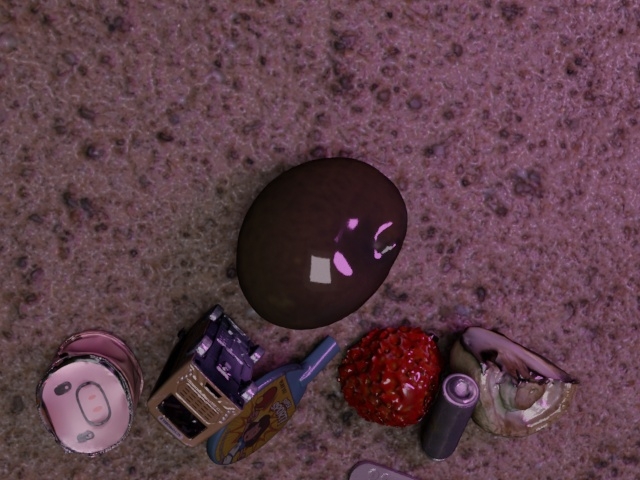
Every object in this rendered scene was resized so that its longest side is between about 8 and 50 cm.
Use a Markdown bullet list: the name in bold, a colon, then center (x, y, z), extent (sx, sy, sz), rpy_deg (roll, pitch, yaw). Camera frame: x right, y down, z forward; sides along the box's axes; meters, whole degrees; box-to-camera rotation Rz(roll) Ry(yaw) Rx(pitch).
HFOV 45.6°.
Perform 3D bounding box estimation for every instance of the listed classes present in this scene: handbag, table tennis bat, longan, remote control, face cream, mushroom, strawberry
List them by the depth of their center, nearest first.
- **longan**: center (0.000, 0.000, 1.388), extent (0.288, 0.288, 0.350), rpy_deg (44, 78, -13)
- **handbag**: center (-0.427, 0.281, 1.420), extent (0.179, 0.116, 0.205), rpy_deg (-22, 102, -6)
- **table tennis bat**: center (-0.087, 0.305, 1.470), extent (0.329, 0.044, 0.215), rpy_deg (-40, 148, -21)
- **face cream**: center (0.248, 0.361, 1.501), extent (0.073, 0.073, 0.283), rpy_deg (-6, 141, -9)
- **strawberry**: center (0.166, 0.288, 1.502), extent (0.234, 0.178, 0.234), rpy_deg (-3, 105, -11)
- **mushroom**: center (0.362, 0.293, 1.537), extent (0.267, 0.189, 0.164), rpy_deg (12, 110, -35)
- **remote control**: center (0.171, 0.532, 1.612), extent (0.245, 0.022, 0.077), rpy_deg (24, 95, -12)

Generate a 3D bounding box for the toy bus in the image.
- **toy bus**: center (-0.206, 0.237, 1.372), extent (0.157, 0.289, 0.139), rpy_deg (-41, 102, 9)
